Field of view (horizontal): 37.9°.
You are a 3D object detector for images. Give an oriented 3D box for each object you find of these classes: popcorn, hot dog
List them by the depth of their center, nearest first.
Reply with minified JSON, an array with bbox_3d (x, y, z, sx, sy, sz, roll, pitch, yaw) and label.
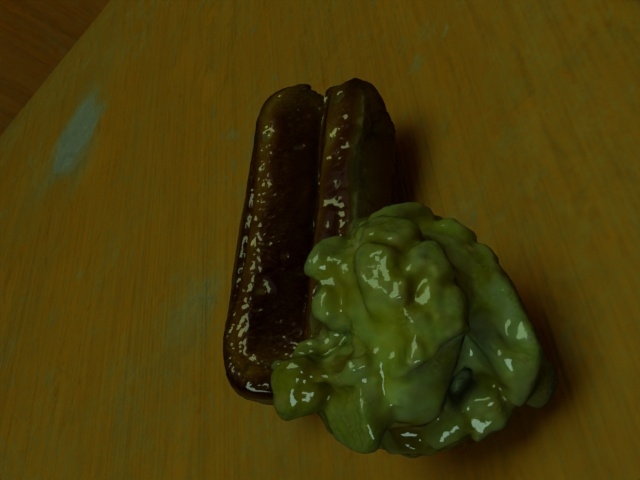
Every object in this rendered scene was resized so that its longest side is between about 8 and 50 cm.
[{"bbox_3d":[0.061,0.073,0.691,0.185,0.187,0.167,-48,32,11],"label":"popcorn"},{"bbox_3d":[0.000,0.000,0.914,0.158,0.117,0.348,-7,61,21],"label":"hot dog"}]
